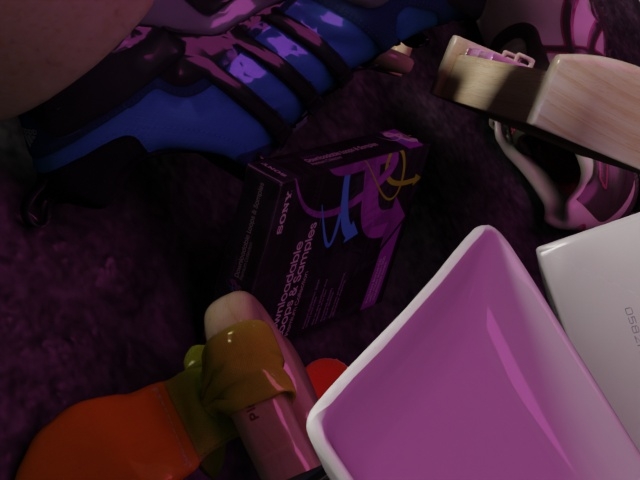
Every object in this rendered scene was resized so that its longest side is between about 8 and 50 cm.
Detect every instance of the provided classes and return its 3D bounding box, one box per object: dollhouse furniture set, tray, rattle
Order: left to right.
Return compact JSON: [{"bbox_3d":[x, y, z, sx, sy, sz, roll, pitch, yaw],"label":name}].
[{"bbox_3d":[-0.053,0.108,0.699,0.130,0.142,0.199,48,1,1],"label":"rattle"},{"bbox_3d":[0.175,-0.221,0.870,0.286,0.303,0.198,20,5,-17],"label":"dollhouse furniture set"},{"bbox_3d":[0.091,0.137,0.427,0.270,0.030,0.145,57,37,-7],"label":"tray"}]

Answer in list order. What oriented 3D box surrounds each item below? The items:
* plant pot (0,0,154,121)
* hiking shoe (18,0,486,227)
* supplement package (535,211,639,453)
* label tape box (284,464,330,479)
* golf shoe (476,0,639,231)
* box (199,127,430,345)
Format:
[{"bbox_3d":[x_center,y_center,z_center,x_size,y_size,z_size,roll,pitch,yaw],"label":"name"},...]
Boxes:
[{"bbox_3d":[-0.211,-0.208,0.522,0.305,0.333,0.334,36,41,-46],"label":"plant pot"},{"bbox_3d":[-0.036,-0.104,0.747,0.304,0.113,0.132,-14,112,-25],"label":"hiking shoe"},{"bbox_3d":[0.272,0.088,0.873,0.263,0.198,0.199,46,26,-74],"label":"supplement package"},{"bbox_3d":[-0.023,0.162,0.512,0.115,0.249,0.347,59,36,-2],"label":"label tape box"},{"bbox_3d":[0.189,-0.136,1.105,0.120,0.105,0.273,-20,81,-47],"label":"golf shoe"},{"bbox_3d":[0.000,0.000,0.778,0.029,0.116,0.162,29,26,28],"label":"box"}]
